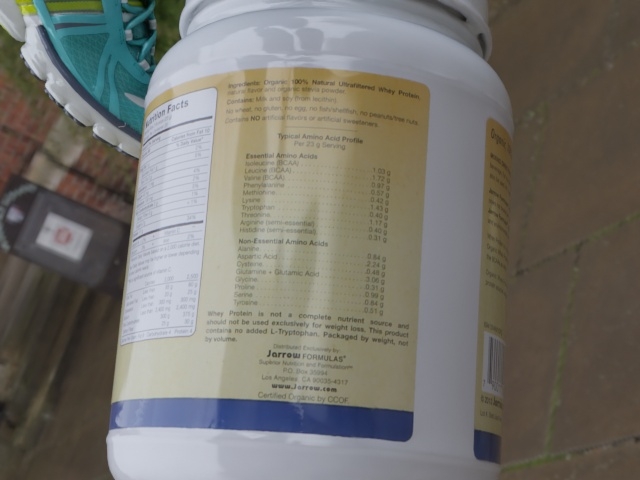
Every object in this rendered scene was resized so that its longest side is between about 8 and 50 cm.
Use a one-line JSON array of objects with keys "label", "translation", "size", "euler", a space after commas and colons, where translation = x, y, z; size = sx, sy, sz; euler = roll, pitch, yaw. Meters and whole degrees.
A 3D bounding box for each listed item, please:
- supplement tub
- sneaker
[{"label": "supplement tub", "translation": [0.000, 0.000, 0.688], "size": [0.228, 0.228, 0.316], "euler": [155, 122, -64]}, {"label": "sneaker", "translation": [-0.157, -0.161, 0.777], "size": [0.110, 0.275, 0.107], "euler": [-35, 13, 11]}]
